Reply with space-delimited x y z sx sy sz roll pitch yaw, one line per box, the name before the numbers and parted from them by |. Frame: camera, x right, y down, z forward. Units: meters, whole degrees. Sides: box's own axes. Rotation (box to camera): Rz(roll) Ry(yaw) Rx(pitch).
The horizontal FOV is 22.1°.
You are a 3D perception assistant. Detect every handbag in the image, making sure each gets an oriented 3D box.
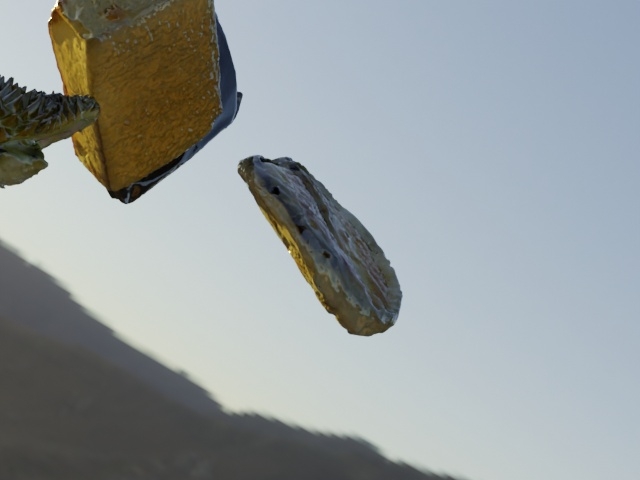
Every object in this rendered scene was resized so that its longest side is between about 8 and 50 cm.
handbag | -0.219 -0.199 2.335 0.075 0.332 0.191 4 -59 31

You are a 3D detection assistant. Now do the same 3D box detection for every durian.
durian | -0.385 -0.099 1.717 0.172 0.306 0.166 -101 168 -52

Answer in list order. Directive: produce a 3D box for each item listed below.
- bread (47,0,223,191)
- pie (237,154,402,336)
bread | -0.213 -0.206 1.912 0.114 0.185 0.274 46 -24 26
pie | 0.000 -0.001 2.298 0.339 0.077 0.339 48 11 -12
